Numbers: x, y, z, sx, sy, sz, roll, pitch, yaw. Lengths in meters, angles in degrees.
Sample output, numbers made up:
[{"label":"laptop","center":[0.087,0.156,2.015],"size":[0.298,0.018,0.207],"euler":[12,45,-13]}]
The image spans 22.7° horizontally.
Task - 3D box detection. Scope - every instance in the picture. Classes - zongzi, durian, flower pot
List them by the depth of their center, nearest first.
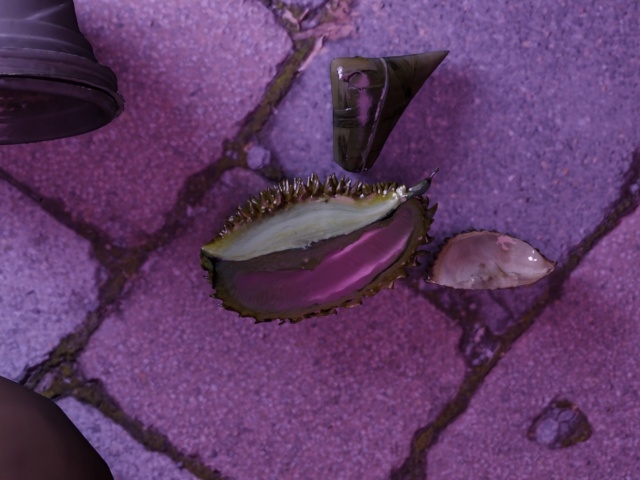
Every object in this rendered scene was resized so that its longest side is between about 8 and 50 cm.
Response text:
[{"label":"flower pot","center":[-0.279,-0.160,1.299],"size":[0.236,0.235,0.140],"euler":[-3,79,-8]},{"label":"durian","center":[-0.002,-0.004,1.424],"size":[0.221,0.095,0.137],"euler":[-14,140,-7]},{"label":"zongzi","center":[0.064,-0.116,1.432],"size":[0.113,0.052,0.104],"euler":[-9,113,-20]},{"label":"durian","center":[0.152,0.018,1.465],"size":[0.130,0.066,0.052],"euler":[-7,105,-16]}]

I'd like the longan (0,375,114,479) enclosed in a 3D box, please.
[{"label":"longan","center":[-0.364,0.269,1.307],"size":[0.405,0.336,0.404],"euler":[0,90,-19]}]
